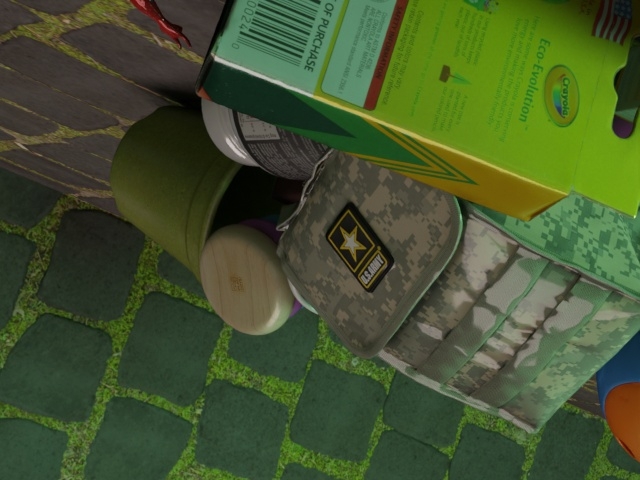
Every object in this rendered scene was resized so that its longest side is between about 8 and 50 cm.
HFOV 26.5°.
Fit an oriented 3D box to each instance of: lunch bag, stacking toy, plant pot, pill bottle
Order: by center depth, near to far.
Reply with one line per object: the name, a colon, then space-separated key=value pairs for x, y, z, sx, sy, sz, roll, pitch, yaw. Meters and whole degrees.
lunch bag: x=0.117 y=0.004 z=1.133 sx=0.287 sy=0.169 sz=0.235 roll=26 pitch=139 yaw=-6
pill bottle: x=0.008 y=-0.138 z=1.328 sx=0.162 sy=0.162 sz=0.278 roll=25 pitch=168 yaw=-34
stacking toy: x=0.000 y=0.000 z=1.751 sx=0.141 sy=0.141 sz=0.330 roll=12 pitch=-154 yaw=36
plant pot: x=-0.140 y=-0.065 z=1.849 sx=0.254 sy=0.276 sz=0.276 roll=27 pitch=177 yaw=37

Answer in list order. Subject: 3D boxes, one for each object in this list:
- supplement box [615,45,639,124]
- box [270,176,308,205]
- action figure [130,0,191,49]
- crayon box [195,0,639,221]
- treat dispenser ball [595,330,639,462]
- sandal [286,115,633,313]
supplement box: x=0.289 y=-0.132 z=1.126 sx=0.036 sy=0.062 sz=0.098 roll=24 pitch=170 yaw=-22
box: x=0.121 y=-0.078 z=1.535 sx=0.191 sy=0.143 sz=0.381 roll=23 pitch=171 yaw=-26
action figure: x=-0.099 y=-0.242 z=1.158 sx=0.139 sy=0.091 sz=0.280 roll=37 pitch=161 yaw=-36
crayon box: x=0.092 y=-0.146 z=0.983 sx=0.318 sy=0.202 sz=0.081 roll=21 pitch=162 yaw=-9
treat dispenser ball: x=0.504 y=0.178 z=1.771 sx=0.288 sy=0.288 sz=0.288 roll=18 pitch=170 yaw=3
sandal: x=0.169 y=-0.004 z=1.299 sx=0.416 sy=0.102 sz=0.169 roll=-23 pitch=132 yaw=13
